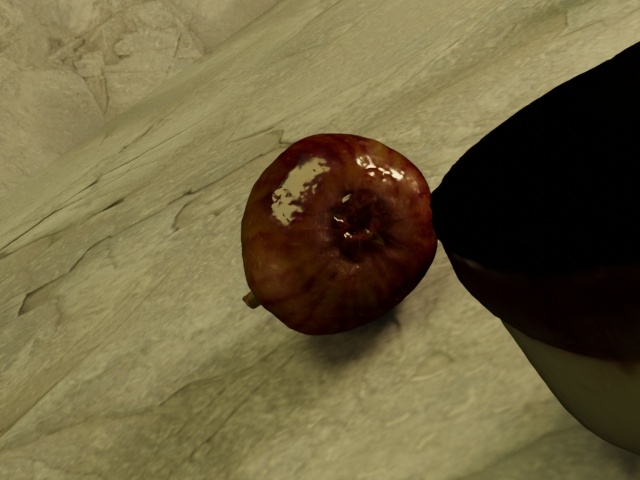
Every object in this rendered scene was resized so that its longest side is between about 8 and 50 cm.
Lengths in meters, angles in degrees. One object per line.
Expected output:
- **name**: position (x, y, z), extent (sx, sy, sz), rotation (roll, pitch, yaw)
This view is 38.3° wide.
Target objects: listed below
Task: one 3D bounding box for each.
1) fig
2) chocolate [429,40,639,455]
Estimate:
- **fig**: position (0.006, -0.004, 0.811), extent (0.175, 0.175, 0.207), rotation (-37, 3, -10)
- **chocolate**: position (0.213, -0.002, 0.466), extent (0.283, 0.186, 0.283), rotation (-31, 12, 8)
